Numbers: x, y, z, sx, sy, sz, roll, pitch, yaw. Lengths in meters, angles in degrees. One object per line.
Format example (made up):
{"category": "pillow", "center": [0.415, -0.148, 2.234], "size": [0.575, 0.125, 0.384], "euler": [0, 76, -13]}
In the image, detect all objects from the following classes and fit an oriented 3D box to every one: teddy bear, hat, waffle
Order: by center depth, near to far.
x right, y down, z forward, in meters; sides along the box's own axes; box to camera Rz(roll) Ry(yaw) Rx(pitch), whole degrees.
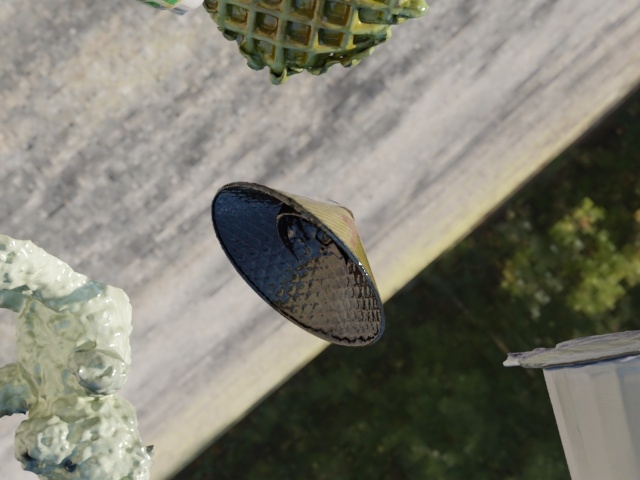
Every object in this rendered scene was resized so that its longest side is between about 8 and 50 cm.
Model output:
{"category": "hat", "center": [0.000, 0.000, 1.221], "size": [0.082, 0.193, 0.193], "euler": [-48, 176, -28]}
{"category": "waffle", "center": [-0.021, -0.261, 1.362], "size": [0.208, 0.214, 0.054], "euler": [-24, -159, 27]}
{"category": "teddy bear", "center": [-0.376, 0.215, 1.825], "size": [0.327, 0.362, 0.375], "euler": [-7, 157, 42]}

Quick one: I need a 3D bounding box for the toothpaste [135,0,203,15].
{"category": "toothpaste", "center": [-0.168, -0.222, 1.077], "size": [0.058, 0.056, 0.314], "euler": [-67, 162, 6]}

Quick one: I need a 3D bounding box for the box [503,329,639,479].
{"category": "box", "center": [0.313, 0.189, 1.321], "size": [0.262, 0.206, 0.291], "euler": [-9, 176, -17]}
